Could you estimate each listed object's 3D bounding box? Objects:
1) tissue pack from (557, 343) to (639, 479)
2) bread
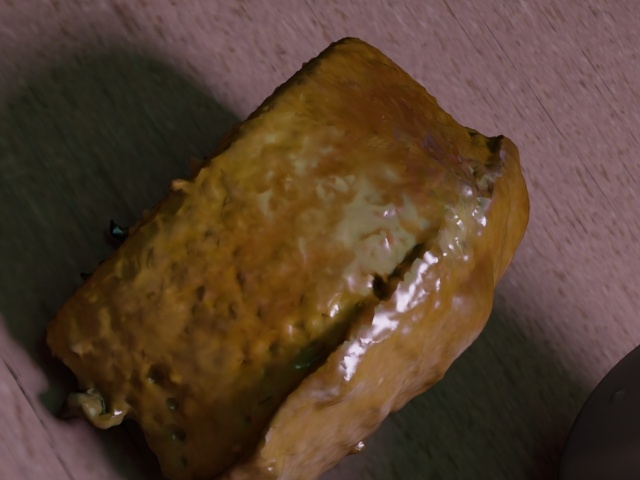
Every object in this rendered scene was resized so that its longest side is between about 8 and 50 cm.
[{"bbox_3d":[0.220,0.181,0.660,0.236,0.229,0.333,40,39,-12],"label":"tissue pack"},{"bbox_3d":[0.000,0.000,0.669,0.143,0.139,0.229,40,37,-2],"label":"bread"}]
